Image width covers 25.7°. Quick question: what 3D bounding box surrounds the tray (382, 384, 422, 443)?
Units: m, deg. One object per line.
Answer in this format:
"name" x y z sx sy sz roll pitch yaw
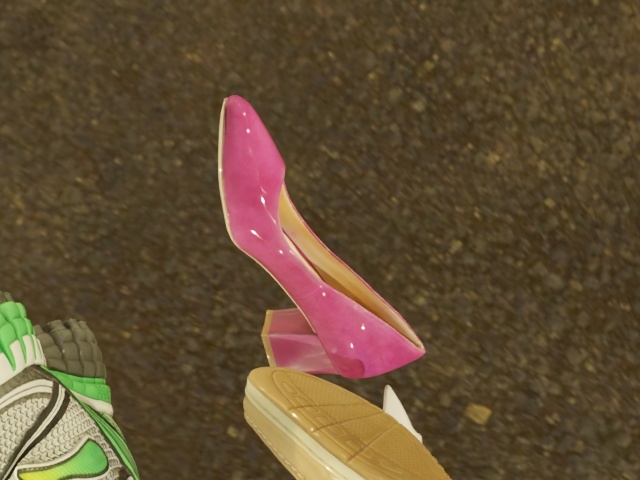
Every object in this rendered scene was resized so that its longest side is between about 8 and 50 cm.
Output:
"tray" 0.063 0.249 1.053 0.030 0.270 0.145 0 42 5

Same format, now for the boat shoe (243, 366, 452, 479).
"boat shoe" 0.025 0.115 0.563 0.170 0.063 0.059 37 111 29

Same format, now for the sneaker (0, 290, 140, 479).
"sneaker" -0.134 0.111 0.570 0.134 0.343 0.146 -29 82 5

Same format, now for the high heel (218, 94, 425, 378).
"high heel" 0.000 0.000 1.012 0.117 0.082 0.244 -8 117 10
